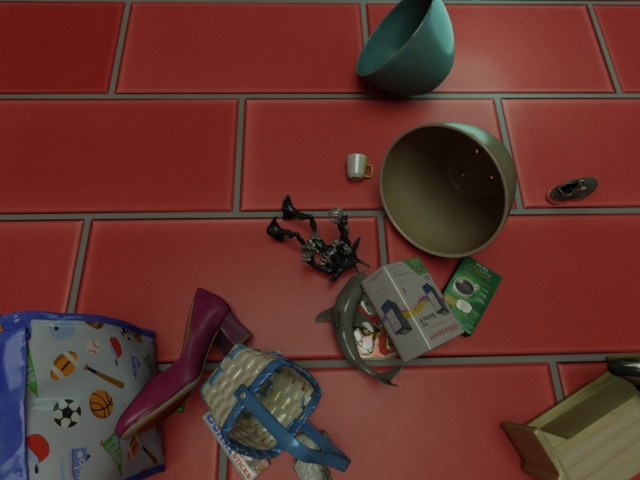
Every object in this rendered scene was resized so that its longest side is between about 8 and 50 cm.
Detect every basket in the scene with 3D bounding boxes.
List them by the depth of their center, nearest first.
[{"bbox_3d":[-0.086,0.347,0.834,0.289,0.255,0.201,32,75,37],"label":"basket"}]

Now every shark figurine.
[{"bbox_3d":[0.071,0.221,0.963,0.166,0.116,0.278,-22,67,8],"label":"shark figurine"}]

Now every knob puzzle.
[{"bbox_3d":[0.139,0.211,1.033,0.213,0.030,0.213,1,70,-2],"label":"knob puzzle"}]

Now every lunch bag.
[{"bbox_3d":[-0.472,0.322,0.786,0.238,0.385,0.328,-13,71,-7],"label":"lunch bag"}]

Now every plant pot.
[{"bbox_3d":[0.274,-0.544,1.211,0.195,0.290,0.290,31,68,-27],"label":"plant pot"}]

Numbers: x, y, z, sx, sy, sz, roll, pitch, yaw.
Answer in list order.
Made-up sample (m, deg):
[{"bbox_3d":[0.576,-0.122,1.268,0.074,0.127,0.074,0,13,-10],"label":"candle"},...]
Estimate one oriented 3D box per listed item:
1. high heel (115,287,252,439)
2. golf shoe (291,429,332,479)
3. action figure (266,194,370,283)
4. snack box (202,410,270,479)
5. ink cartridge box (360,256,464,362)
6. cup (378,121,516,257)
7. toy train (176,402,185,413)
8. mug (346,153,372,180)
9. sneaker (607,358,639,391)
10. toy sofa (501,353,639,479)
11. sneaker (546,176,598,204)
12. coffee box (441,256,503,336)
[{"bbox_3d":[-0.314,0.239,0.879,0.181,0.377,0.127,41,116,7],"label":"high heel"},{"bbox_3d":[-0.020,0.513,0.908,0.086,0.069,0.176,-7,63,14],"label":"golf shoe"},{"bbox_3d":[0.000,0.000,1.051,0.275,0.141,0.164,29,70,12],"label":"action figure"},{"bbox_3d":[-0.191,0.452,0.938,0.064,0.022,0.178,-37,75,-13],"label":"snack box"},{"bbox_3d":[0.216,0.157,0.974,0.154,0.093,0.212,-7,64,-43],"label":"ink cartridge box"},{"bbox_3d":[0.351,-0.154,1.049,0.237,0.331,0.331,-30,72,-38],"label":"cup"},{"bbox_3d":[-0.327,0.360,0.971,0.023,0.017,0.083,-1,69,8],"label":"toy train"},{"bbox_3d":[0.109,-0.203,1.171,0.078,0.062,0.064,4,77,7],"label":"mug"},{"bbox_3d":[0.706,0.312,0.818,0.271,0.100,0.108,25,78,4],"label":"sneaker"},{"bbox_3d":[0.612,0.408,0.910,0.362,0.150,0.177,-26,76,-11],"label":"toy sofa"},{"bbox_3d":[0.720,-0.146,1.162,0.157,0.065,0.061,-21,72,-9],"label":"sneaker"},{"bbox_3d":[0.373,0.140,1.060,0.113,0.040,0.184,32,72,10],"label":"coffee box"}]
